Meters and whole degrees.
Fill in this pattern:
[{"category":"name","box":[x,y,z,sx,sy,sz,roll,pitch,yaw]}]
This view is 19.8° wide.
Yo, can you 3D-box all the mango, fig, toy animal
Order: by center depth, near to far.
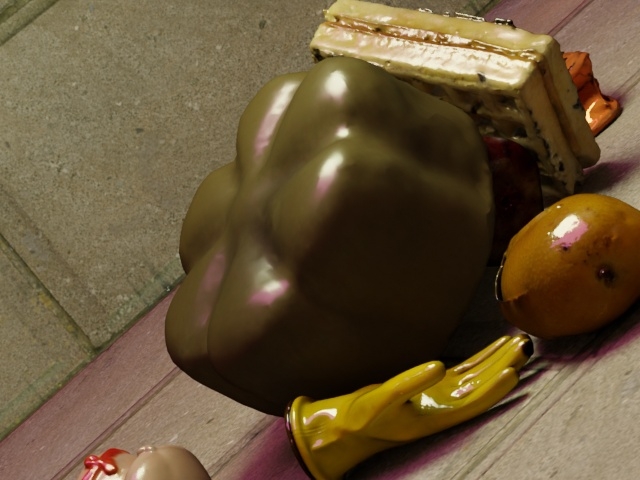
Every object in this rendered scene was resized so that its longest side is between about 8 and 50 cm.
[{"category":"mango","box":[0.273,0.031,2.025,0.166,0.136,0.236,-44,7,-13]},{"category":"toy animal","box":[-0.244,0.342,2.370,0.197,0.171,0.171,-18,22,40]},{"category":"fig","box":[0.223,-0.039,2.468,0.145,0.170,0.274,-2,-9,-2]}]

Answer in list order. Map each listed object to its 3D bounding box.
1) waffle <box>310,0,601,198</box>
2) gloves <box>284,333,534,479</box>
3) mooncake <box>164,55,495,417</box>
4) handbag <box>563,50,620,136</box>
[{"category":"waffle","box":[0.186,-0.197,2.534,0.376,0.261,0.114,15,63,37]},{"category":"gloves","box":[0.113,0.174,2.072,0.294,0.116,0.133,-27,22,20]},{"category":"mooncake","box":[0.000,0.000,2.315,0.467,0.262,0.467,-44,34,40]},{"category":"handbag","box":[0.245,-0.130,2.795,0.410,0.116,0.303,-38,12,-5]}]
